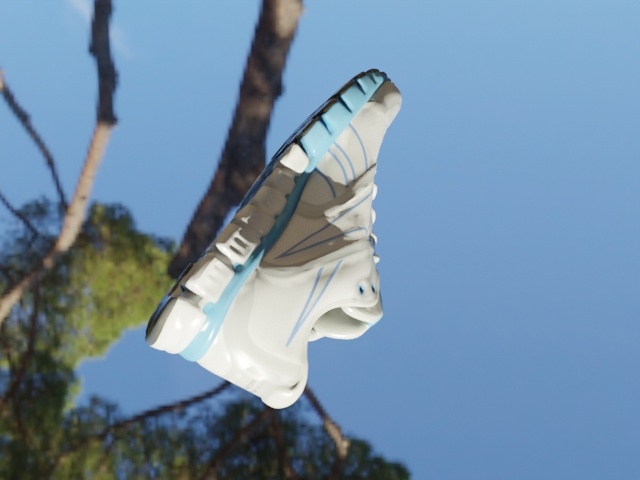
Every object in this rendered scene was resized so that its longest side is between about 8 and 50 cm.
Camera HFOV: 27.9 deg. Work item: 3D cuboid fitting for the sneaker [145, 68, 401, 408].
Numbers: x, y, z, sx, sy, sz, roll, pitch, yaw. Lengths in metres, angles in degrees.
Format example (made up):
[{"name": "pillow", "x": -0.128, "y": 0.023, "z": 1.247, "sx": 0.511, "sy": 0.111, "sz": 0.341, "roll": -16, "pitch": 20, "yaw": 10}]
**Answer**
[{"name": "sneaker", "x": 0.000, "y": 0.000, "z": 0.586, "sx": 0.083, "sy": 0.071, "sz": 0.191, "roll": 38, "pitch": -126, "yaw": -6}]
